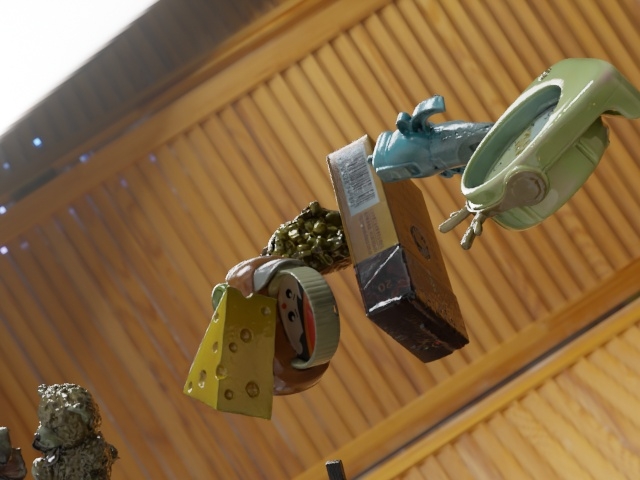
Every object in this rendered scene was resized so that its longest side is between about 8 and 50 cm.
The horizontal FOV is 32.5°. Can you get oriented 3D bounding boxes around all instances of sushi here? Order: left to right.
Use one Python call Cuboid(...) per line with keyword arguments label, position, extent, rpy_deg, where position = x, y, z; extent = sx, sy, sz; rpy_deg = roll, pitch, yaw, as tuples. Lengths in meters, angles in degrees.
Cuboid(label="sushi", position=(-0.002, 0.002, 2.367), extent=(0.167, 0.296, 0.179), rpy_deg=(58, 143, 32))

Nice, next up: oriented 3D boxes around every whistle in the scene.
Cuboid(label="whistle", position=(0.191, -0.156, 1.856), extent=(0.186, 0.274, 0.093), rpy_deg=(43, -128, -38))

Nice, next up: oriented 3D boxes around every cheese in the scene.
Cuboid(label="cheese", position=(-0.117, 0.158, 1.588), extent=(0.093, 0.171, 0.126), rpy_deg=(17, 175, -29))

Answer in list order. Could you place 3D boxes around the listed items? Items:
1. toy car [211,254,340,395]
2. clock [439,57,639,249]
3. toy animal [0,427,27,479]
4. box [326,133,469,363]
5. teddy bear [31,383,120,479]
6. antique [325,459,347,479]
Cuboid(label="toy car", position=(-0.046, 0.116, 1.693), extent=(0.235, 0.145, 0.235), rpy_deg=(20, 115, 52))
Cuboid(label="clock", position=(0.287, -0.109, 1.494), extent=(0.096, 0.308, 0.235), rpy_deg=(40, -176, -13))
Cuboid(label="toy animal", position=(-0.618, 0.336, 1.714), extent=(0.168, 0.343, 0.106), rpy_deg=(-53, 40, 45))
Cuboid(label="box", position=(0.156, 0.020, 2.241), extent=(0.264, 0.116, 0.415), rpy_deg=(42, -153, -48))
Cuboid(label="teddy bear", position=(-0.540, 0.434, 2.397), extent=(0.267, 0.156, 0.256), rpy_deg=(8, 123, 42))
Cuboid(label="antique", position=(0.047, 0.499, 2.029), extent=(0.015, 0.031, 0.192), rpy_deg=(-39, -63, -71))
